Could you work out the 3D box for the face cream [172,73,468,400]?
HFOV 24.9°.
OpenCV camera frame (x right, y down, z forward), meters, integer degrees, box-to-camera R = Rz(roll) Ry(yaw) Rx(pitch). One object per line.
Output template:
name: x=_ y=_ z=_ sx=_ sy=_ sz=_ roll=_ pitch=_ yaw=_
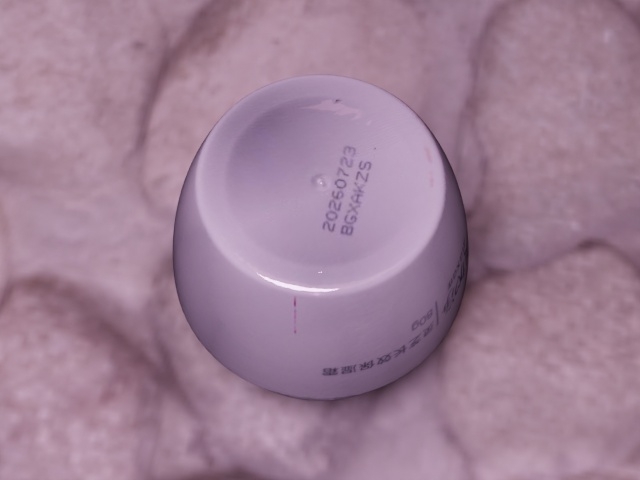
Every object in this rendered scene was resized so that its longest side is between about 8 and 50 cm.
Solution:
face cream: x=0.000 y=0.000 z=0.561 sx=0.117 sy=0.104 sz=0.117 roll=0 pitch=64 yaw=0
